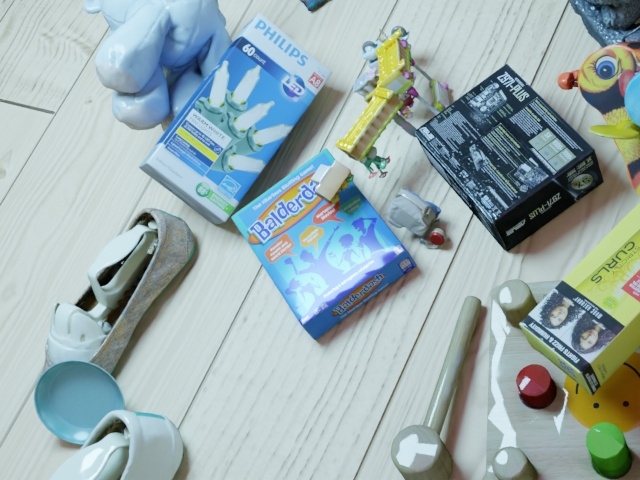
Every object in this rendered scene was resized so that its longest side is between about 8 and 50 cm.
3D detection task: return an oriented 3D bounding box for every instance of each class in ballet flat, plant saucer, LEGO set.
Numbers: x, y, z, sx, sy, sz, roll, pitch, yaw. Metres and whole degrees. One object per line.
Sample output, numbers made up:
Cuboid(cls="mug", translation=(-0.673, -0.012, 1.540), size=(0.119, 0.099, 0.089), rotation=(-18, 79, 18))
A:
Cuboid(cls="ballet flat", translation=(-0.293, 0.085, 1.379), size=(0.107, 0.106, 0.316), rotation=(24, 74, 32))
Cuboid(cls="plant saucer", translation=(-0.307, 0.204, 1.332), size=(0.119, 0.119, 0.021), rotation=(-21, 14, 12))
Cuboid(cls="LEGO set", translation=(0.093, -0.155, 1.340), size=(0.132, 0.107, 0.287), rotation=(-23, 39, 46))
Cuboid(cls="ballet flat", translation=(-0.321, 0.359, 1.219), size=(0.139, 0.139, 0.400), rotation=(30, 78, 35))

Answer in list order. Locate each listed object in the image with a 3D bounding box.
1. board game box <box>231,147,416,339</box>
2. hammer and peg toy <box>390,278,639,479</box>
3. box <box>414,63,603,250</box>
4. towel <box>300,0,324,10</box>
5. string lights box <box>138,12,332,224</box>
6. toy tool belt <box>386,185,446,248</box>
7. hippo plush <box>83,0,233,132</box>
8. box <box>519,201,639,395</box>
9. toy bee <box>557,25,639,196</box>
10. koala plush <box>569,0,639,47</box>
Cuboid(cls="board game box", translation=(0.000, 0.000, 1.330), size=(0.160, 0.047, 0.210), rotation=(-37, 53, 0))
Cuboid(cls="hammer and peg toy", translation=(0.246, 0.152, 1.079), size=(0.361, 0.127, 0.266), rotation=(-5, 60, 22))
Cuboid(cls="box", translation=(0.227, -0.103, 1.267), size=(0.147, 0.077, 0.180), rotation=(-37, 54, 1))
Cuboid(cls="towel", translation=(0.064, -0.544, 1.623), size=(0.370, 0.040, 0.271), rotation=(-37, 53, 1))
Cuboid(cls="string lights box", translation=(-0.116, -0.165, 1.420), size=(0.260, 0.133, 0.077), rotation=(-56, 14, -12))
Cuboid(cls="toy tool belt", translation=(0.126, -0.034, 1.290), size=(0.083, 0.052, 0.051), rotation=(33, 49, 4))
Cuboid(cls="hippo plush", translation=(-0.259, -0.301, 1.497), size=(0.234, 0.294, 0.236), rotation=(-30, 39, -28))
Cuboid(cls="box", translation=(0.307, 0.035, 1.007), size=(0.232, 0.058, 0.087), rotation=(-43, 52, -6))
Cuboid(cls="toy bee", translation=(0.363, -0.165, 1.184), size=(0.162, 0.195, 0.298), rotation=(-11, 74, 44))
Cuboid(cls="koala plush", translation=(0.407, -0.361, 1.272), size=(0.221, 0.196, 0.203), rotation=(-33, 43, 9))
